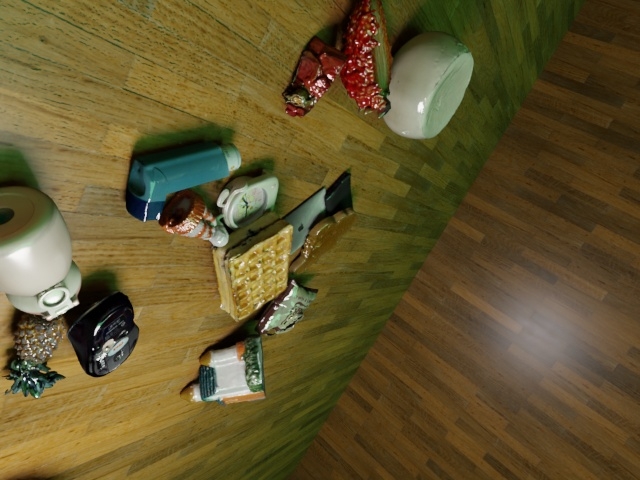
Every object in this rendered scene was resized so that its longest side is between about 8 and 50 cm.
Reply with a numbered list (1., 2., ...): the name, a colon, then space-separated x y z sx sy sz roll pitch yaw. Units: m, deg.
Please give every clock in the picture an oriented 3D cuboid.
1. clock: -0.200 -0.100 1.096 0.190 0.062 0.152 -23 142 -45

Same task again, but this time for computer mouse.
1. computer mouse: -0.484 0.203 0.935 0.137 0.096 0.233 -53 165 -51

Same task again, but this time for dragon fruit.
1. dragon fruit: -0.033 -0.399 1.044 0.092 0.122 0.192 31 100 -24

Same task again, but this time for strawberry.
1. strawberry: 0.108 -0.493 1.082 0.307 0.137 0.234 70 27 -43

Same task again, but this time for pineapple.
1. pineapple: -0.567 0.220 0.849 0.103 0.083 0.222 -12 132 -58

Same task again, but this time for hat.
1. hat: -0.281 -0.036 0.982 0.112 0.093 0.162 -53 146 -6

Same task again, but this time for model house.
1. model house: -0.338 0.465 1.463 0.300 0.190 0.272 -10 152 -10

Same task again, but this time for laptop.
1. laptop: -0.071 -0.045 1.422 0.269 0.015 0.188 -41 150 -26

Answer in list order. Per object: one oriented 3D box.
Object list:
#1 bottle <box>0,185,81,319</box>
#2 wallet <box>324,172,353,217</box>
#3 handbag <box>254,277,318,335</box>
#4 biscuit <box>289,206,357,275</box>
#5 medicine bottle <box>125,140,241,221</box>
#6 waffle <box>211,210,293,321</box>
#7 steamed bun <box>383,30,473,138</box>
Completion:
1. bottle: -0.486 0.038 0.707 0.147 0.147 0.237 -36 153 -32
2. wallet: 0.075 -0.116 1.550 0.146 0.030 0.285 -49 153 -21
3. handbag: -0.120 0.252 1.563 0.235 0.127 0.213 -53 155 2
4. biscuit: 0.002 0.003 1.512 0.320 0.047 0.183 -52 149 17
5. medicine bottle: -0.287 -0.138 0.892 0.258 0.079 0.124 -30 140 -41
6. waffle: -0.189 0.082 1.186 0.212 0.091 0.308 -33 150 -30
7. steamed bun: 0.318 -0.488 1.328 0.324 0.206 0.324 -41 153 -26
